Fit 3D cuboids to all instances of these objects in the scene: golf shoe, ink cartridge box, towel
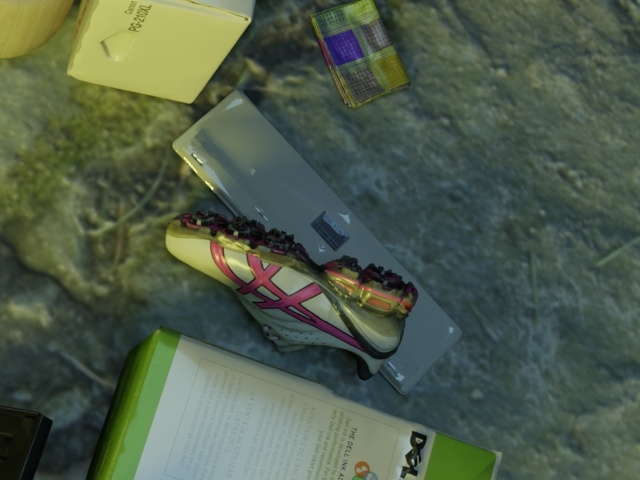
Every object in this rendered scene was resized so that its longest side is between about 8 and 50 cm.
[{"bbox_3d":[-0.029,0.039,0.893,0.186,0.067,0.086,22,102,2],"label":"golf shoe"},{"bbox_3d":[-0.099,-0.237,0.882,0.100,0.172,0.237,13,73,-16],"label":"ink cartridge box"},{"bbox_3d":[-0.029,0.193,0.842,0.255,0.097,0.188,22,71,-14],"label":"ink cartridge box"},{"bbox_3d":[0.032,-0.149,0.991,0.060,0.009,0.083,-21,84,-21],"label":"towel"}]

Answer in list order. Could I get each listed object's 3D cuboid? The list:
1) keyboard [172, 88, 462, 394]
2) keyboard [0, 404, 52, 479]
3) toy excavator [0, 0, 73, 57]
[{"bbox_3d":[0.000,0.000,0.944,0.256,0.014,0.072,47,63,-3],"label":"keyboard"},{"bbox_3d":[-0.225,0.249,0.737,0.201,0.033,0.317,5,66,27],"label":"keyboard"},{"bbox_3d":[-0.409,-0.157,0.758,0.433,0.222,0.445,30,61,-10],"label":"toy excavator"}]
